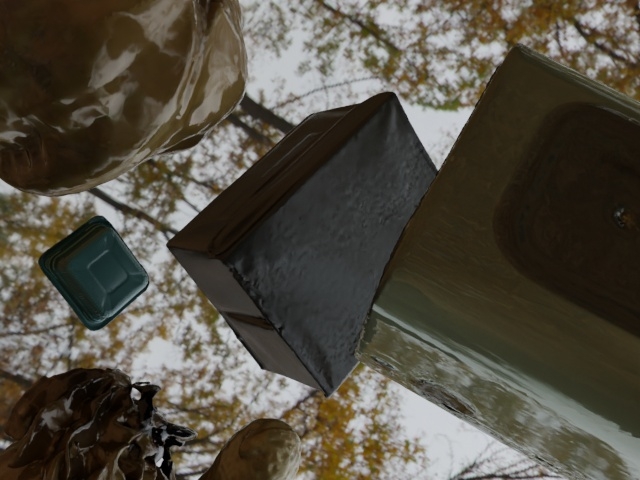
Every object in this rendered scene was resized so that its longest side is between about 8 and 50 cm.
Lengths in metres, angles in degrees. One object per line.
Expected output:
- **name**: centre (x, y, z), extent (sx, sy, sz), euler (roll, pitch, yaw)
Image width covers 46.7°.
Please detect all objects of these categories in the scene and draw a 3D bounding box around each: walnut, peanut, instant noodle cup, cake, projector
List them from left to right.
- **walnut**: centre (-0.280, -0.238, 0.882), extent (0.383, 0.383, 0.383), euler (-31, -139, 32)
- **instant noodle cup**: centre (-0.403, 0.059, 1.364), extent (0.157, 0.179, 0.070), euler (-45, -157, -31)
- **cake**: centre (-0.302, 0.350, 1.029), extent (0.332, 0.332, 0.321), euler (34, -79, 56)
- **peanut**: centre (-0.088, 0.266, 0.811), extent (0.099, 0.099, 0.214), euler (-104, -148, -48)
- **projector**: centre (0.193, 0.032, 0.598), extent (0.248, 0.249, 0.248), euler (-58, 172, -22)

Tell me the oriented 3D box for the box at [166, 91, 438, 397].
- **box**: centre (0.001, 0.000, 1.055), extent (0.345, 0.251, 0.204), euler (-45, -157, -24)
